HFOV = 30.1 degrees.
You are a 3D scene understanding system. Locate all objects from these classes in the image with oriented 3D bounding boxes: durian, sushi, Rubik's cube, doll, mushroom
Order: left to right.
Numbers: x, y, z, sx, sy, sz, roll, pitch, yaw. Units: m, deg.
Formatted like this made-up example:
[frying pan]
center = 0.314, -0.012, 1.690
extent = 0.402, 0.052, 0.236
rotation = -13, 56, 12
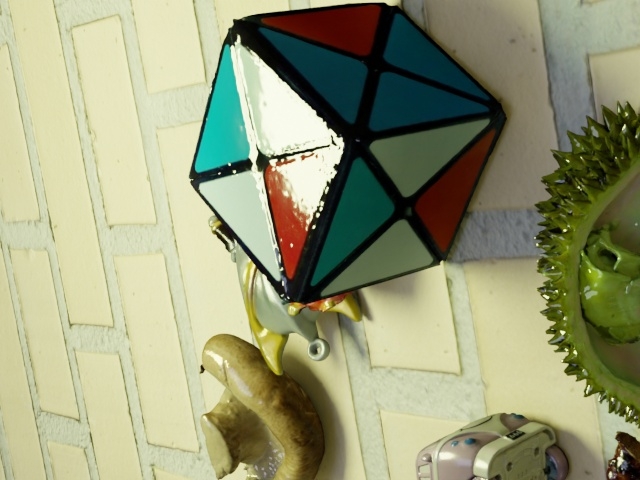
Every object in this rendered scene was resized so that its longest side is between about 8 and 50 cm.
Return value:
[mushroom]
center = -0.071, 0.266, 1.718
extent = 0.151, 0.156, 0.286
rotation = 1, 115, 39
[doll]
center = -0.061, 0.027, 1.662
extent = 0.103, 0.145, 0.316
rotation = 77, 168, -65
[Rubik's cube]
center = 0.025, -0.108, 1.384
extent = 0.248, 0.246, 0.250
rotation = 48, 135, 33
[durian]
center = 0.306, 0.033, 1.221
extent = 0.169, 0.157, 0.356
rotation = -6, 98, 16
[sushi]
center = 0.331, 0.249, 1.277
extent = 0.050, 0.047, 0.099
rotation = 6, 107, 47

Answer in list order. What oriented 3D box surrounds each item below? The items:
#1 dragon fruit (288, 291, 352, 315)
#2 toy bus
[dragon fruit]
center = 0.000, 0.000, 1.547
extent = 0.133, 0.150, 0.208
rotation = -14, 67, 18
[toy bus]
center = 0.196, 0.307, 1.388
extent = 0.142, 0.142, 0.203
rotation = 9, 109, 49
